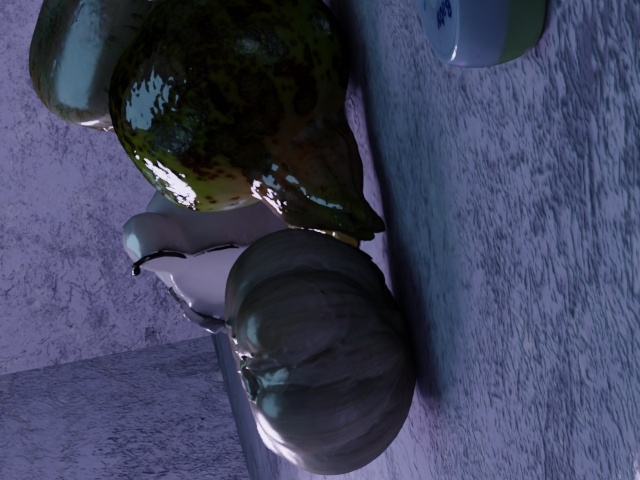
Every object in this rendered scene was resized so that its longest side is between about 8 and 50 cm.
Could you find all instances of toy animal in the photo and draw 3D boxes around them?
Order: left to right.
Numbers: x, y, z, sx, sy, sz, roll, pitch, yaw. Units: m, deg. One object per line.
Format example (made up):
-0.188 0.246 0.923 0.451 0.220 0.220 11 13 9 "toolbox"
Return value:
-0.118 -0.084 1.801 0.258 0.194 0.357 29 -142 -43 "toy animal"

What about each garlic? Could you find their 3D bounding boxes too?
0.000 0.090 1.314 0.228 0.152 0.228 168 90 -86 "garlic"

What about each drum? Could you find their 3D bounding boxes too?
0.068 -0.216 0.803 0.130 0.049 0.253 -148 48 -80 "drum"

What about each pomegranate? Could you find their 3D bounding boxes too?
-0.046 -0.115 1.362 0.222 0.276 0.204 109 -173 -52 "pomegranate"

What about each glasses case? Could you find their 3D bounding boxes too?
-0.161 -0.306 1.456 0.156 0.098 0.425 36 108 39 "glasses case"

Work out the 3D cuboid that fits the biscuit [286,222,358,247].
0.000 0.000 1.525 0.018 0.081 0.083 -55 -10 -21 "biscuit"
